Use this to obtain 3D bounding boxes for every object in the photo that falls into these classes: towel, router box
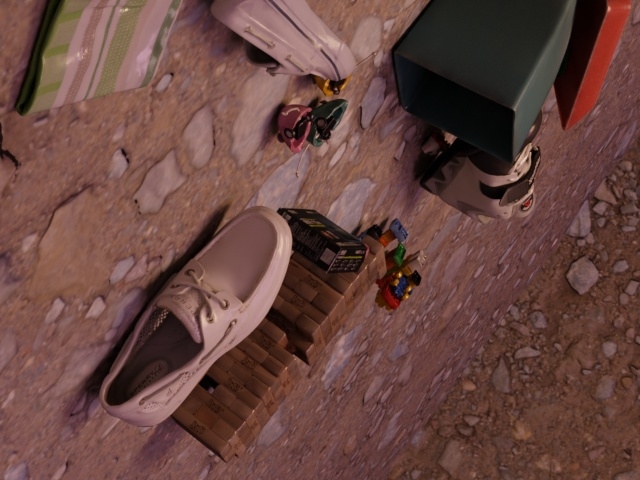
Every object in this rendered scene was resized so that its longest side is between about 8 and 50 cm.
[{"bbox_3d":[-0.162,-0.152,1.015,0.152,0.023,0.113,-29,148,-56],"label":"towel"},{"bbox_3d":[0.000,0.000,1.618,0.038,0.092,0.122,-60,163,10],"label":"router box"}]

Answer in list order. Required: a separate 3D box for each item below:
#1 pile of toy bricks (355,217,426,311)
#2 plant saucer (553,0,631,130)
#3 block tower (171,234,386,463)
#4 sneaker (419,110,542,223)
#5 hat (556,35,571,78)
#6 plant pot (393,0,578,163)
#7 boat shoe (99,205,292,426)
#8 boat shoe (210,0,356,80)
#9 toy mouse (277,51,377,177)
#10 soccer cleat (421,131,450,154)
[{"bbox_3d":[0.074,0.045,1.927,0.105,0.118,0.212,-32,-172,19],"label":"pile of toy bricks"},{"bbox_3d":[0.362,-0.326,1.824,0.259,0.047,0.258,95,-8,-57],"label":"plant saucer"},{"bbox_3d":[-0.051,0.126,1.712,0.335,0.097,0.091,-50,162,-14],"label":"block tower"},{"bbox_3d":[0.263,-0.106,1.874,0.122,0.146,0.330,-50,-178,-17],"label":"sneaker"},{"bbox_3d":[0.241,-0.297,1.848,0.173,0.183,0.209,95,-11,-73],"label":"hat"},{"bbox_3d":[0.226,-0.257,1.664,0.234,0.165,0.166,-58,164,-13],"label":"plant pot"},{"bbox_3d":[-0.131,0.079,1.396,0.277,0.098,0.096,-55,164,-1],"label":"boat shoe"},{"bbox_3d":[-0.040,-0.191,1.214,0.076,0.083,0.226,-45,152,3],"label":"boat shoe"},{"bbox_3d":[-0.013,-0.134,1.442,0.161,0.031,0.143,-33,151,-52],"label":"toy mouse"},{"bbox_3d":[0.167,-0.139,1.933,0.035,0.029,0.083,-36,175,12],"label":"soccer cleat"}]
